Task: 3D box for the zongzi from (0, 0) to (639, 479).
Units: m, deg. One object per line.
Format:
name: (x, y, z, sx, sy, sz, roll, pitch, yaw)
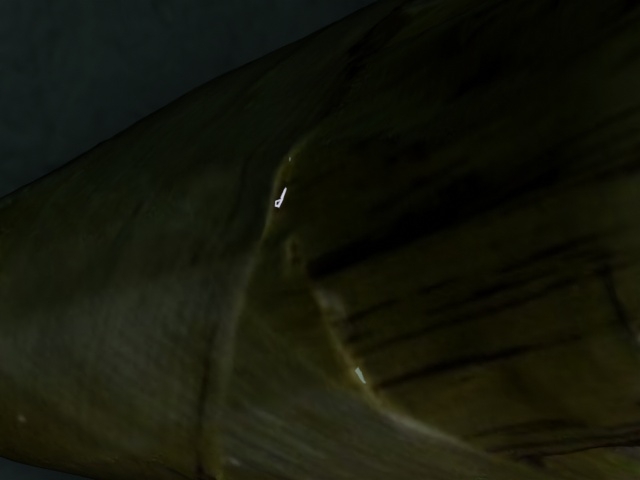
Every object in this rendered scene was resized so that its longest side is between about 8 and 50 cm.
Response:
zongzi: (0.000, 0.000, 0.488, 0.360, 0.323, 0.160, -4, 79, -7)
